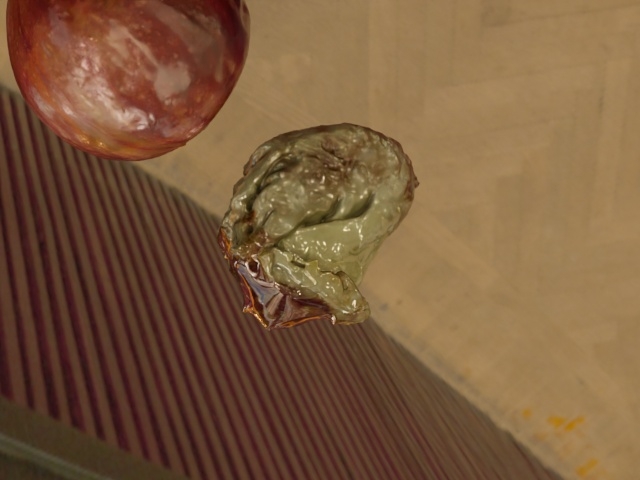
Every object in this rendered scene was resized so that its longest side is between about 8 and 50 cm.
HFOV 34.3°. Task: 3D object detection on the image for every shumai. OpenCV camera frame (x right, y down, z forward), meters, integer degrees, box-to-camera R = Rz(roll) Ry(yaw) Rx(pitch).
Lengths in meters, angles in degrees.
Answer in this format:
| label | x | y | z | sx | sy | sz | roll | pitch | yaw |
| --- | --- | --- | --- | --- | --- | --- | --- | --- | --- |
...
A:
| label | x | y | z | sx | sy | sz | roll | pitch | yaw |
| --- | --- | --- | --- | --- | --- | --- | --- | --- | --- |
| shumai | 0.005 | -0.003 | 0.889 | 0.184 | 0.142 | 0.184 | -13 | 152 | -7 |

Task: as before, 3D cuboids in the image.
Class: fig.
| label | x | y | z | sx | sy | sz | roll | pitch | yaw |
| --- | --- | --- | --- | --- | --- | --- | --- | --- | --- |
| fig | -0.152 | -0.156 | 0.703 | 0.207 | 0.175 | 0.175 | 40 | 99 | -25 |
